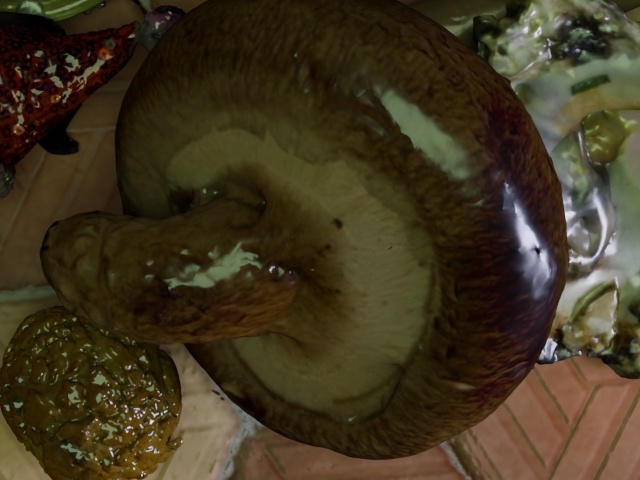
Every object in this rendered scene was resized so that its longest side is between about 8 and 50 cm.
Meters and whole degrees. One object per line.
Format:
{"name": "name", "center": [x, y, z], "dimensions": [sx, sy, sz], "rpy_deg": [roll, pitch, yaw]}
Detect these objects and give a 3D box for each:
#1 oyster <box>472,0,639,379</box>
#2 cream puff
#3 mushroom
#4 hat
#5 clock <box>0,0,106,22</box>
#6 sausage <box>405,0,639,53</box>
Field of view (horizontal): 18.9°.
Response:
{"name": "oyster", "center": [0.212, -0.049, 1.376], "dimensions": [0.201, 0.107, 0.354], "rpy_deg": [-12, 119, 3]}
{"name": "cream puff", "center": [-0.167, 0.112, 1.380], "dimensions": [0.126, 0.103, 0.144], "rpy_deg": [-29, 92, 3]}
{"name": "mushroom", "center": [0.011, -0.015, 1.284], "dimensions": [0.345, 0.345, 0.239], "rpy_deg": [17, 61, -5]}
{"name": "hat", "center": [-0.199, -0.115, 1.330], "dimensions": [0.227, 0.129, 0.140], "rpy_deg": [-26, 101, 4]}
{"name": "clock", "center": [-0.217, -0.268, 1.350], "dimensions": [0.237, 0.057, 0.237], "rpy_deg": [0, 100, -3]}
{"name": "sausage", "center": [0.120, -0.160, 1.377], "dimensions": [0.301, 0.066, 0.066], "rpy_deg": [-18, 98, 2]}
